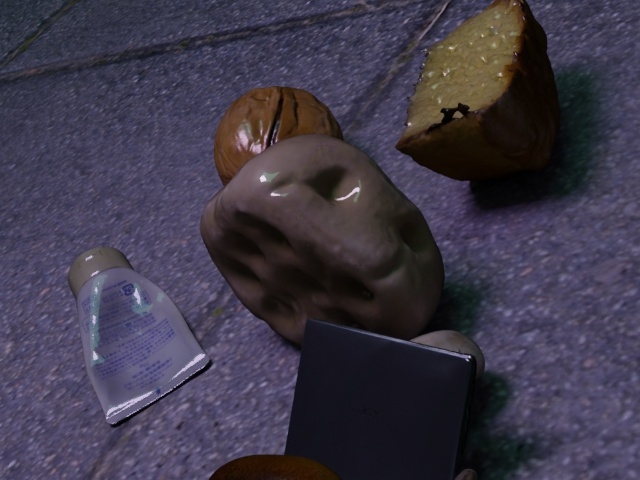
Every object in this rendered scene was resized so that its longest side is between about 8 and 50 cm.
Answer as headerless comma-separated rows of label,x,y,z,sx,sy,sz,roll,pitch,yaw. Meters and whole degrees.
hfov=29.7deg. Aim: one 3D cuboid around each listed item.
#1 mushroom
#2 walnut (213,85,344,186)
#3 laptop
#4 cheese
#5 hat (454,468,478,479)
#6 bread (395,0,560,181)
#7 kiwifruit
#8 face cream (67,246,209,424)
mushroom,0.090,0.106,0.948,0.084,0.067,0.083,-25,-8,-4
walnut,-0.045,-0.096,1.317,0.144,0.144,0.180,-20,22,15
laptop,0.041,0.135,0.920,0.180,0.016,0.129,10,90,46
cheese,0.000,0.000,1.057,0.235,0.218,0.117,19,57,25
hat,0.057,0.243,0.780,0.147,0.085,0.175,-20,53,5
bread,0.170,-0.129,1.189,0.129,0.134,0.260,-24,23,29
kiwifruit,-0.035,0.198,0.909,0.125,0.075,0.075,0,40,34
face cream,-0.197,0.094,1.237,0.114,0.070,0.224,-32,42,-6
